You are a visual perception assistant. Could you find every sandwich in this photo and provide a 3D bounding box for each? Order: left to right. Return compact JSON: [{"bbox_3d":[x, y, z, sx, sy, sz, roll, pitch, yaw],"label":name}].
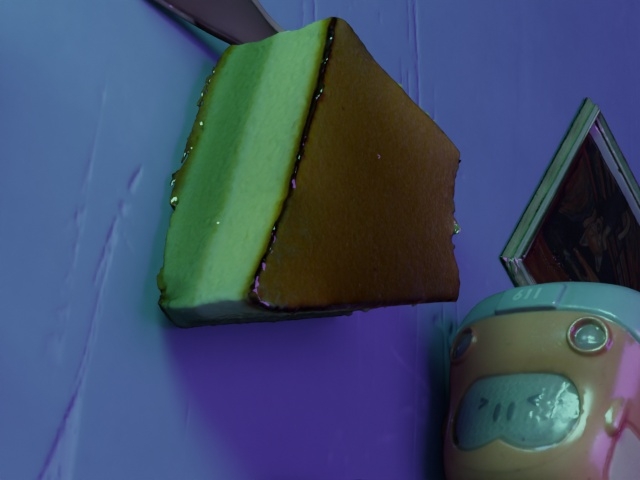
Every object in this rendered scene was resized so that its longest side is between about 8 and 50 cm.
[{"bbox_3d":[0.000,0.000,1.115,0.186,0.108,0.220,46,46,-36],"label":"sandwich"}]

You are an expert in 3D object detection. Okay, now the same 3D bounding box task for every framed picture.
[{"bbox_3d":[0.249,0.025,1.545,0.216,0.016,0.273,59,36,-21],"label":"framed picture"}]

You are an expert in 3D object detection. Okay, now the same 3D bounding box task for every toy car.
[{"bbox_3d":[0.197,0.169,1.280,0.270,0.180,0.212,52,49,-30],"label":"toy car"}]

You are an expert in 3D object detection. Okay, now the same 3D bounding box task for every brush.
[{"bbox_3d":[-0.020,-0.129,1.199,0.313,0.072,0.067,35,26,-38],"label":"brush"}]
